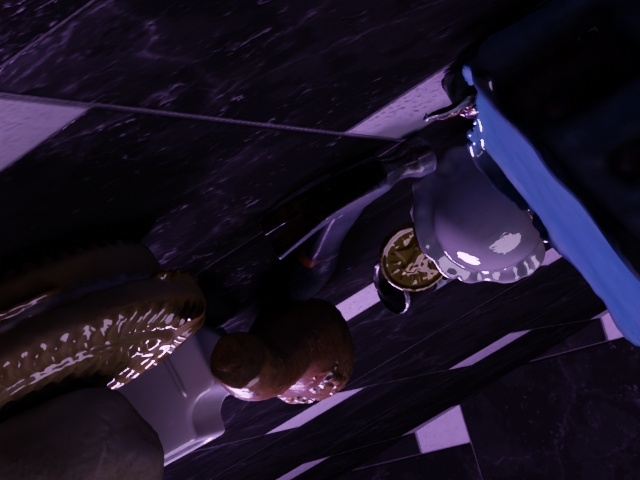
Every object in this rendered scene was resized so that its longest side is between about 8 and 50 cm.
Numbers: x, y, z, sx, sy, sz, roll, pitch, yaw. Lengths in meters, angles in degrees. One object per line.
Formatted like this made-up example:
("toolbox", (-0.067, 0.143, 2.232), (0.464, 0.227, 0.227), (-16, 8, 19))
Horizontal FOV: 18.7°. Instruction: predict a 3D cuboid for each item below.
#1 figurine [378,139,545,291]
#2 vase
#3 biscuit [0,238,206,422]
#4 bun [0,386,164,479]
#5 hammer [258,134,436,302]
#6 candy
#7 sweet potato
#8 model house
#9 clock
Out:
("figurine", (0.172, -0.040, 1.575), (0.271, 0.143, 0.143), (-37, 170, -5))
("vase", (0.137, 0.019, 1.976), (0.167, 0.059, 0.059), (-23, 168, -27))
("biscuit", (-0.204, 0.079, 1.360), (0.259, 0.079, 0.259), (-27, 168, -6))
("bun", (-0.181, 0.179, 1.366), (0.166, 0.113, 0.173), (-35, 165, 36))
("hammer", (0.000, 0.000, 1.612), (0.137, 0.037, 0.290), (-25, 168, -19))
("candy", (0.123, -0.109, 1.413), (0.045, 0.043, 0.175), (-45, 164, 25))
("sweet potato", (-0.025, 0.101, 1.764), (0.109, 0.109, 0.385), (-29, 177, 3))
("model house", (0.273, -0.082, 1.301), (0.303, 0.237, 0.215), (-35, 160, -10))
("clock", (-0.193, 0.174, 1.738), (0.262, 0.116, 0.231), (-28, 170, 3))
